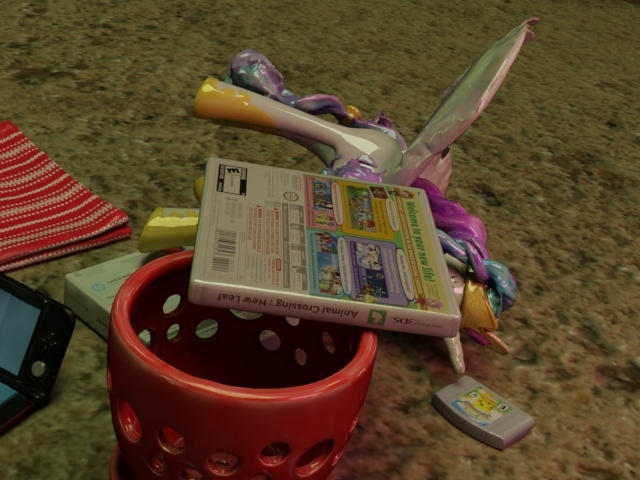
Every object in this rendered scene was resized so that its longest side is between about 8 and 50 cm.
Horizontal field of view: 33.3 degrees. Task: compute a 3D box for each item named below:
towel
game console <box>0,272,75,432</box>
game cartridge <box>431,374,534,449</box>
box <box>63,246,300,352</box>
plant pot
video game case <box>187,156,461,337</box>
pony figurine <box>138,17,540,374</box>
[{"bbox_3d":[-0.360,-0.053,1.172,0.199,0.031,0.275,-18,39,-38],"label":"towel"},{"bbox_3d":[-0.297,0.089,0.889,0.144,0.124,0.085,23,6,23],"label":"game console"},{"bbox_3d":[0.143,0.154,0.960,0.083,0.017,0.056,31,40,34],"label":"game cartridge"},{"bbox_3d":[-0.130,0.068,1.012,0.186,0.038,0.145,32,36,33],"label":"box"},{"bbox_3d":[-0.063,0.124,0.794,0.191,0.174,0.191,6,29,-3],"label":"plant pot"},{"bbox_3d":[0.000,0.000,0.837,0.193,0.023,0.212,8,27,-7],"label":"video game case"},{"bbox_3d":[0.049,-0.062,1.078,0.364,0.302,0.351,21,55,4],"label":"pony figurine"}]
